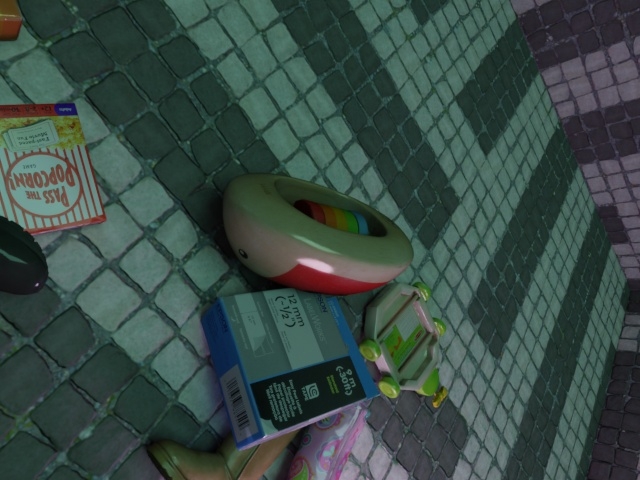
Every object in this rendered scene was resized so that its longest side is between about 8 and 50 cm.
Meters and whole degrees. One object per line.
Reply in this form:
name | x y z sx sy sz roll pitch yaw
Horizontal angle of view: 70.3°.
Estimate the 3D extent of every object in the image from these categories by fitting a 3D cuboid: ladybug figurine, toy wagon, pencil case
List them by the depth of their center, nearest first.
ladybug figurine | 0.000 0.000 0.922 0.448 0.305 0.162 13 116 -35
pencil case | 0.004 0.453 0.947 0.124 0.124 0.284 46 57 -26
toy wagon | 0.234 0.287 1.195 0.267 0.068 0.345 -38 110 -36

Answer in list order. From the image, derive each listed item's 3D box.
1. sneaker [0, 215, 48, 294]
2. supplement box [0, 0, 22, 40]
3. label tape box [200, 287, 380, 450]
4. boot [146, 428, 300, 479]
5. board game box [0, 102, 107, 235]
sneaker | -0.496 0.005 0.562 0.286 0.109 0.130 32 22 -26
supplement box | -0.545 -0.317 0.608 0.233 0.080 0.078 -22 98 -41
label tape box | -0.028 0.219 0.892 0.347 0.115 0.249 -5 61 -38
boot | -0.157 0.357 0.851 0.269 0.089 0.236 -47 124 -34
board game box | -0.432 -0.107 0.696 0.146 0.045 0.194 -18 96 -40
